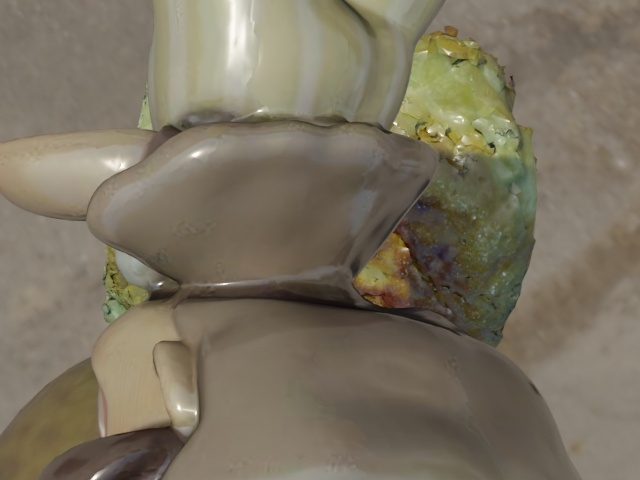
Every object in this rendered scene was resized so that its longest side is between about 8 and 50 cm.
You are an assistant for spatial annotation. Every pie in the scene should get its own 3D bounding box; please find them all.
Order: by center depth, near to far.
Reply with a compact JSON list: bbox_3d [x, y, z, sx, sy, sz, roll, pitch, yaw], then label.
[{"bbox_3d":[0.000,0.000,1.365,0.288,0.103,0.355,14,131,-6],"label":"pie"}]

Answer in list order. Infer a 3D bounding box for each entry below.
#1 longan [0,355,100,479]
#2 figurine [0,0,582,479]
[{"bbox_3d":[-0.191,0.309,1.884,0.336,0.404,0.404,4,115,-25],"label":"longan"},{"bbox_3d":[-0.004,0.052,0.705,0.248,0.203,0.380,19,68,-68],"label":"figurine"}]
